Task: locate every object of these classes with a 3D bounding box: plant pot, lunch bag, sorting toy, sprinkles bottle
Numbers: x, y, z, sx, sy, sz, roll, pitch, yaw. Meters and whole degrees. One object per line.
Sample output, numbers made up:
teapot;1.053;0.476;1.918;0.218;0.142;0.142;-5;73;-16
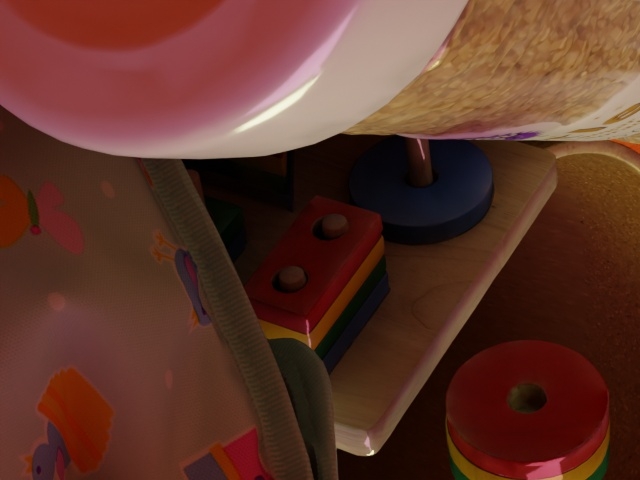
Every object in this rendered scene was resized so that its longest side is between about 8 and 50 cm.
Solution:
plant pot;-0.022;0.043;0.765;0.254;0.237;0.237;20;-161;36
lunch bag;-0.121;0.069;0.524;0.223;0.262;0.160;-38;171;37
sorting toy;-0.020;-0.014;0.597;0.275;0.046;0.132;17;-131;25
sprinkles bottle;0.044;-0.084;0.515;0.121;0.121;0.355;-24;172;27
